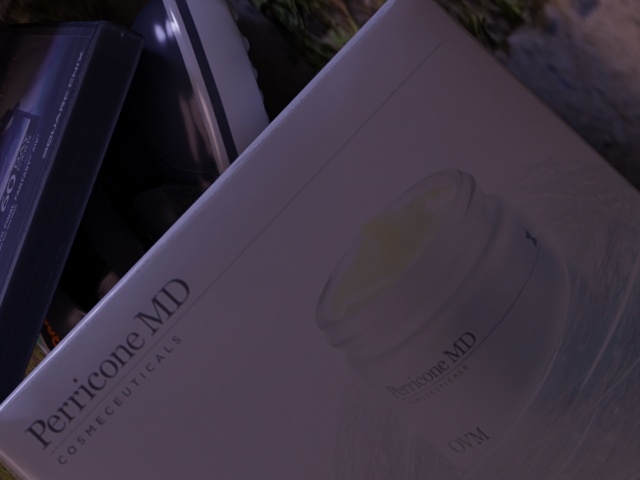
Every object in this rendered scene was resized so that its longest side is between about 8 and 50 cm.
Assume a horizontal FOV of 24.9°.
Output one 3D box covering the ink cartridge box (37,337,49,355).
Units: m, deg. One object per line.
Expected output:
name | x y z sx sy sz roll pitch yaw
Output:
ink cartridge box | -0.146 0.088 1.120 0.225 0.056 0.181 23 150 41

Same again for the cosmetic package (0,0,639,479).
cosmetic package | 0.031 0.066 0.561 0.225 0.224 0.138 43 171 1

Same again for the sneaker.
sneaker | -0.090 0.003 0.745 0.321 0.127 0.126 93 159 -56

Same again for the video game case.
video game case | -0.160 -0.015 0.724 0.026 0.196 0.274 20 -179 -22
